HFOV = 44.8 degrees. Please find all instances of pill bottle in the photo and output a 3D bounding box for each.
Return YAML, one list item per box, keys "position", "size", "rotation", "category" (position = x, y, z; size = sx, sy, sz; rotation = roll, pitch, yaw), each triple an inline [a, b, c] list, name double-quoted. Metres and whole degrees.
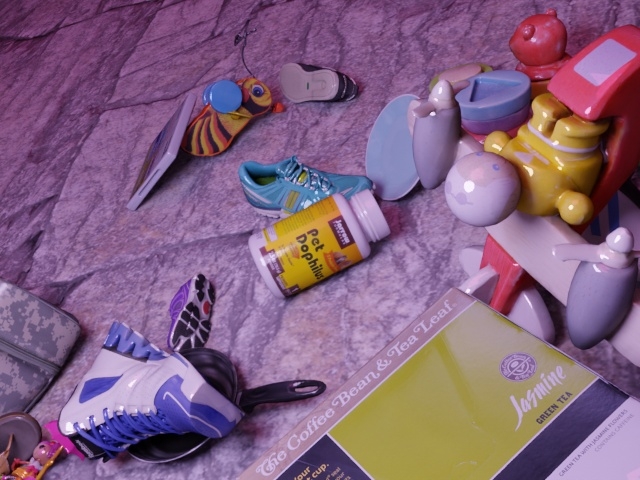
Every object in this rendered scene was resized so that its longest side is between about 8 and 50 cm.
- position: [0.000, 0.000, 1.260]
  size: [0.215, 0.117, 0.117]
  rotation: [-27, 40, 1]
  category: "pill bottle"

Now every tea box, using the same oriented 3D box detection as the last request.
- position: [0.154, 0.278, 0.797]
  size: [0.329, 0.220, 0.323]
  rotation: [-39, 42, -14]
  category: "tea box"

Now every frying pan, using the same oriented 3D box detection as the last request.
- position: [-0.150, 0.221, 1.156]
  size: [0.326, 0.053, 0.197]
  rotation: [-24, 40, 5]
  category: "frying pan"

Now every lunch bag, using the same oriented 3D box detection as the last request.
- position: [-0.599, 0.186, 1.342]
  size: [0.305, 0.212, 0.256]
  rotation: [15, 72, 40]
  category: "lunch bag"

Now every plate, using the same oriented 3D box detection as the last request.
- position: [0.140, -0.160, 1.352]
  size: [0.188, 0.024, 0.188]
  rotation: [-24, 61, 54]
  category: "plate"

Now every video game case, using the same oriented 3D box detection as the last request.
- position: [-0.336, -0.189, 1.649]
  size: [0.193, 0.023, 0.212]
  rotation: [-42, 28, 37]
  category: "video game case"

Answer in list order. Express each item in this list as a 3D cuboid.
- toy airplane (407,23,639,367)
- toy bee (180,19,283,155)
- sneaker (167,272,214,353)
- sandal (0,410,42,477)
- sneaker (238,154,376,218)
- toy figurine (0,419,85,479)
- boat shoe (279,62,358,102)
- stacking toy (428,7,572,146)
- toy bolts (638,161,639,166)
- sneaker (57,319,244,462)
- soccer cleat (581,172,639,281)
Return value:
- position: [0.244, -0.039, 0.957]
  size: [0.386, 0.272, 0.384]
  rotation: [-9, 81, 51]
  category: "toy airplane"
- position: [-0.167, -0.288, 1.651]
  size: [0.298, 0.162, 0.195]
  rotation: [-53, 19, 17]
  category: "toy bee"
- position: [-0.225, 0.130, 1.306]
  size: [0.071, 0.068, 0.170]
  rotation: [-28, 28, 24]
  category: "sneaker"
- position: [-0.524, 0.349, 1.199]
  size: [0.219, 0.090, 0.060]
  rotation: [-32, 29, -1]
  category: "sandal"
- position: [-0.034, -0.093, 1.385]
  size: [0.275, 0.110, 0.107]
  rotation: [4, 49, 32]
  category: "sneaker"
- position: [-0.421, 0.343, 1.162]
  size: [0.173, 0.130, 0.159]
  rotation: [-27, 18, 40]
  category: "toy figurine"
- position: [-0.012, -0.336, 1.678]
  size: [0.079, 0.084, 0.233]
  rotation: [-5, 17, -36]
  category: "boat shoe"
- position: [0.280, -0.289, 1.371]
  size: [0.279, 0.130, 0.309]
  rotation: [9, 43, 38]
  category: "stacking toy"
- position: [0.435, -0.222, 1.210]
  size: [0.158, 0.218, 0.228]
  rotation: [-9, 25, 30]
  category: "toy bolts"
- position: [-0.254, 0.241, 1.089]
  size: [0.315, 0.127, 0.182]
  rotation: [14, 61, 49]
  category: "sneaker"
- position: [0.415, 0.003, 1.051]
  size: [0.143, 0.116, 0.331]
  rotation: [-57, 47, 30]
  category: "soccer cleat"
